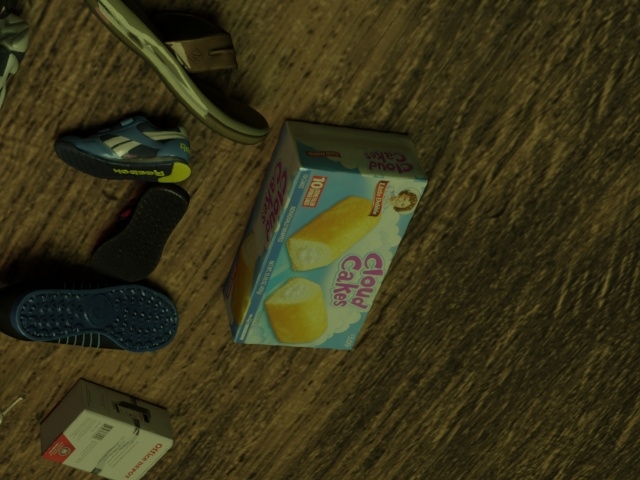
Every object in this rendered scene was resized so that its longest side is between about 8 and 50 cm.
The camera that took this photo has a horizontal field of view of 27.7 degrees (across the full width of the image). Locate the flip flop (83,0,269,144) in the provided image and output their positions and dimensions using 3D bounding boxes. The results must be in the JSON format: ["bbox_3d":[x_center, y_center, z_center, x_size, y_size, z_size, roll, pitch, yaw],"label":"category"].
[{"bbox_3d":[-0.133,-0.190,1.255,0.080,0.112,0.277,-43,125,3],"label":"flip flop"}]

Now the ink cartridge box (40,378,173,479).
[{"bbox_3d":[-0.268,0.242,1.627,0.135,0.056,0.099,26,120,-33],"label":"ink cartridge box"}]

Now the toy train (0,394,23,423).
[{"bbox_3d":[-0.481,0.214,1.519,0.143,0.105,0.248,39,113,-24],"label":"toy train"}]

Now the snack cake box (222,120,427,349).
[{"bbox_3d":[0.000,0.000,1.466,0.152,0.089,0.264,6,129,-20],"label":"snack cake box"}]

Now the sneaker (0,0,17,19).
[{"bbox_3d":[-0.356,-0.283,1.093,0.101,0.106,0.267,-40,128,21],"label":"sneaker"}]

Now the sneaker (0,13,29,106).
[{"bbox_3d":[-0.355,-0.108,1.177,0.094,0.235,0.153,23,126,-2],"label":"sneaker"}]

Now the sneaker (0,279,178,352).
[{"bbox_3d":[-0.271,0.081,1.473,0.232,0.090,0.081,11,88,-46],"label":"sneaker"}]

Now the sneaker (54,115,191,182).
[{"bbox_3d":[-0.203,-0.097,1.347,0.144,0.059,0.053,6,159,1],"label":"sneaker"}]

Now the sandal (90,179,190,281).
[{"bbox_3d":[-0.194,-0.013,1.423,0.067,0.040,0.179,25,133,-21],"label":"sandal"}]
